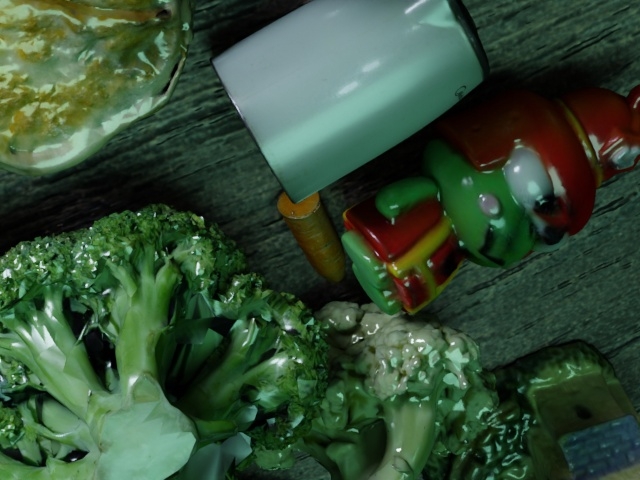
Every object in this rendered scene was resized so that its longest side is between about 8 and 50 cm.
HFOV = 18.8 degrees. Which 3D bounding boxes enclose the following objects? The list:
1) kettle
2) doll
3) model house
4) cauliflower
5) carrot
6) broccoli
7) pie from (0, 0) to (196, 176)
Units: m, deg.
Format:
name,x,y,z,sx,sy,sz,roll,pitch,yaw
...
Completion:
name,x,y,z,sx,sy,sz,roll,pitch,yaw
kettle,0.041,-0.155,1.854,0.236,0.161,0.221,-31,161,2
doll,0.190,-0.062,1.978,0.363,0.160,0.182,-28,135,-2
model house,0.288,0.331,2.290,0.261,0.266,0.321,-18,133,-13
cauliflower,0.041,0.192,2.063,0.260,0.281,0.327,34,134,-13
carrot,0.000,0.000,2.029,0.048,0.048,0.139,-27,136,1
broccoli,-0.194,0.142,1.906,0.413,0.321,0.310,-19,163,-10
pie,-0.253,-0.209,1.723,0.339,0.077,0.339,-13,133,-14
